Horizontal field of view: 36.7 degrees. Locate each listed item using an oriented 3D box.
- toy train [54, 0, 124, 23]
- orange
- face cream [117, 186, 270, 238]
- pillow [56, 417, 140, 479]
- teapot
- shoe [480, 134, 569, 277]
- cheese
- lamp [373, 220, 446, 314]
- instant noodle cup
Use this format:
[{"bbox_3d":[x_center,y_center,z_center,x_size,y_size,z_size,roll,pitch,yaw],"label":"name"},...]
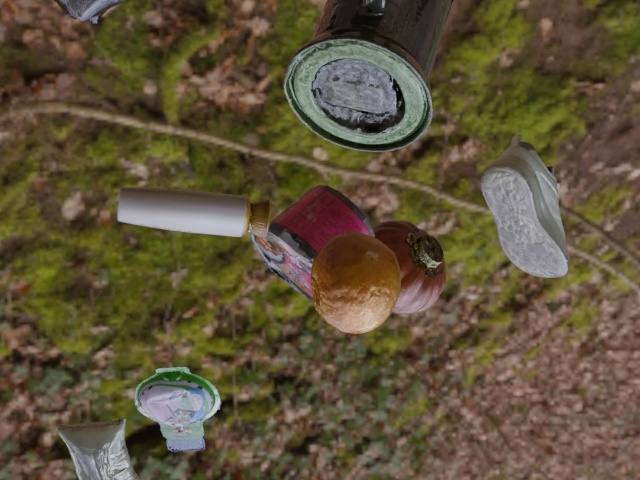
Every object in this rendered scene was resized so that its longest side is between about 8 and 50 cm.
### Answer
[{"bbox_3d":[-0.267,-0.448,1.306,0.429,0.249,0.178,-37,-150,10],"label":"toy train"},{"bbox_3d":[0.060,0.073,1.658,0.155,0.178,0.177,-1,-176,-1],"label":"orange"},{"bbox_3d":[-0.151,-0.035,1.164,0.182,0.051,0.072,6,170,-7],"label":"face cream"},{"bbox_3d":[-0.433,0.470,1.982,0.144,0.254,0.078,-9,-156,11],"label":"pillow"},{"bbox_3d":[0.089,-0.327,1.324,0.200,0.337,0.270,11,144,10],"label":"teapot"},{"bbox_3d":[0.414,-0.075,1.881,0.124,0.316,0.159,-1,-132,33],"label":"shoe"},{"bbox_3d":[-0.334,0.405,2.294,0.204,0.320,0.083,-2,-139,-1],"label":"cheese"},{"bbox_3d":[0.184,0.060,2.184,0.196,0.223,0.223,-34,163,37],"label":"lamp"},{"bbox_3d":[0.000,0.000,2.068,0.181,0.258,0.302,-46,-153,-17],"label":"instant noodle cup"}]
